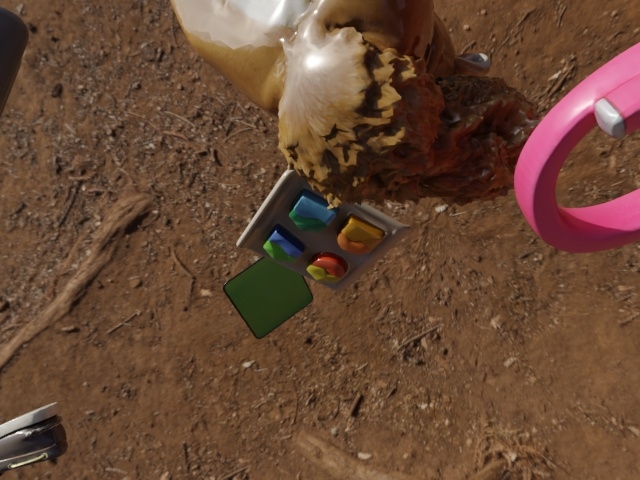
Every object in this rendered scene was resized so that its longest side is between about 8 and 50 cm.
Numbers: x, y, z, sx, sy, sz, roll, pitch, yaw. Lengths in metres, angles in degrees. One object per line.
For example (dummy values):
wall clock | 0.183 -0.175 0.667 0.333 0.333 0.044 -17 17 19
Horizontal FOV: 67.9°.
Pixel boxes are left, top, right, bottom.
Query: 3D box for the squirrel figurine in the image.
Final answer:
squirrel figurine | 0.075 -0.199 0.573 0.281 0.370 0.397 -27 73 26

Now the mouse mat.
mouse mat | -0.099 0.106 0.960 0.152 0.190 0.007 -35 42 -14

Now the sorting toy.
sorting toy | 0.000 0.000 0.712 0.208 0.038 0.193 24 136 -18

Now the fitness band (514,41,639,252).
fitness band | 0.306 -0.087 0.382 0.290 0.209 0.054 -28 49 18

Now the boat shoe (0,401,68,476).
boat shoe | -0.627 0.410 0.894 0.324 0.116 0.097 -24 86 5

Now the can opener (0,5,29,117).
can opener | -0.288 -0.047 0.315 0.076 0.095 0.284 -21 57 48
